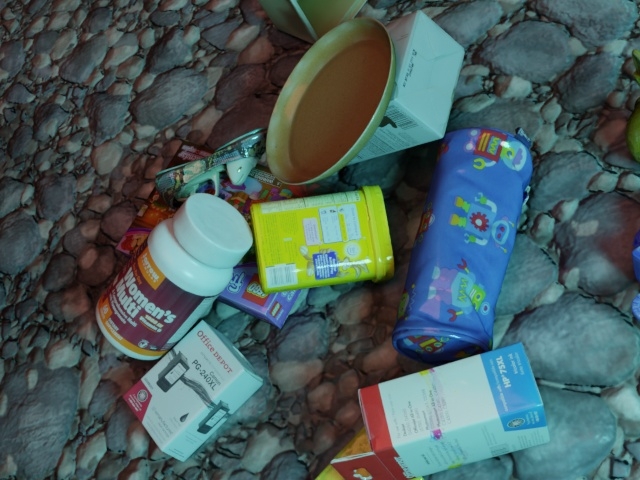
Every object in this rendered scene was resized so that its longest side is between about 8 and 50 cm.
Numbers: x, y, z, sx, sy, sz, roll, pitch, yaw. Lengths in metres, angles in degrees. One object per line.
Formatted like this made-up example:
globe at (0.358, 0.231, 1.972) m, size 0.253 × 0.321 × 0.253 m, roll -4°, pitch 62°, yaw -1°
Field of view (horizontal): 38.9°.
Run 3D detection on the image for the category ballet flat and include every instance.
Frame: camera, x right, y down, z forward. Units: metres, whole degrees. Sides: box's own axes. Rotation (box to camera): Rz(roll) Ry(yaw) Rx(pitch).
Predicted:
ballet flat at (-0.143, -0.097, 1.288) m, size 0.188 × 0.070 × 0.070 m, roll -23°, pitch 56°, yaw 13°

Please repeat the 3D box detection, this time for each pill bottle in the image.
pill bottle at (-0.191, 0.048, 1.184) m, size 0.221 × 0.121 × 0.121 m, roll -48°, pitch 49°, yaw 29°

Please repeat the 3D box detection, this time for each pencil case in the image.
pencil case at (0.180, 0.007, 1.111) m, size 0.133 × 0.119 × 0.306 m, roll 21°, pitch 67°, yaw -8°

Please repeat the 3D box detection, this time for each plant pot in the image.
plant pot at (0.016, -0.173, 1.155) m, size 0.236 × 0.032 × 0.236 m, roll -32°, pitch 45°, yaw 39°

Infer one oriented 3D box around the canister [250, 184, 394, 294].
canister at (0.000, 0.000, 1.174) m, size 0.170 × 0.073 × 0.126 m, roll -8°, pitch 78°, yaw -7°

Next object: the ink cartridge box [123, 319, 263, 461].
ink cartridge box at (-0.168, 0.196, 1.197) m, size 0.150 × 0.063 × 0.109 m, roll -45°, pitch 54°, yaw -3°

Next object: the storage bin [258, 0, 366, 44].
storage bin at (-0.010, -0.477, 1.379) m, size 0.123 × 0.262 × 0.260 m, roll 29°, pitch 78°, yaw 36°

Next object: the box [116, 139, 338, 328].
box at (-0.131, -0.017, 1.302) m, size 0.293 × 0.057 × 0.201 m, roll 20°, pitch 73°, yaw 32°

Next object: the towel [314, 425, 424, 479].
towel at (0.010, 0.339, 1.066) m, size 0.102 × 0.021 × 0.237 m, roll 39°, pitch 82°, yaw 30°

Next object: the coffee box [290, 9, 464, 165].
coffee box at (0.062, -0.194, 1.230) m, size 0.246 × 0.098 × 0.141 m, roll -11°, pitch 55°, yaw 50°

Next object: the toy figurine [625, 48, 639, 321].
toy figurine at (0.401, -0.013, 0.985) m, size 0.217 × 0.191 × 0.362 m, roll -44°, pitch 53°, yaw 3°

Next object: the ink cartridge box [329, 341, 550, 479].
ink cartridge box at (0.128, 0.201, 1.003) m, size 0.231 × 0.134 × 0.078 m, roll -17°, pitch 58°, yaw 8°
